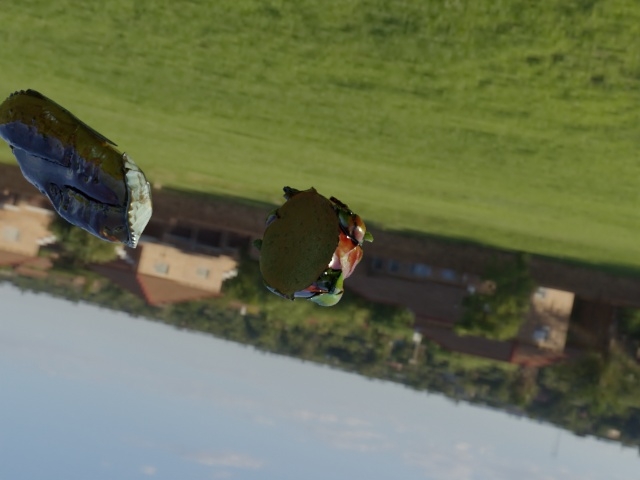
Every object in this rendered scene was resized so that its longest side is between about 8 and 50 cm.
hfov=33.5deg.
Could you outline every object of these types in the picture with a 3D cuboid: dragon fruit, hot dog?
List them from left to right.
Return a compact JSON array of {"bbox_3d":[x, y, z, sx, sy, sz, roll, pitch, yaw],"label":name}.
[{"bbox_3d":[-0.329,-0.093,1.409,0.270,0.082,0.162,33,142,23],"label":"hot dog"},{"bbox_3d":[0.000,0.000,1.145,0.138,0.142,0.175,-23,170,26],"label":"dragon fruit"}]
